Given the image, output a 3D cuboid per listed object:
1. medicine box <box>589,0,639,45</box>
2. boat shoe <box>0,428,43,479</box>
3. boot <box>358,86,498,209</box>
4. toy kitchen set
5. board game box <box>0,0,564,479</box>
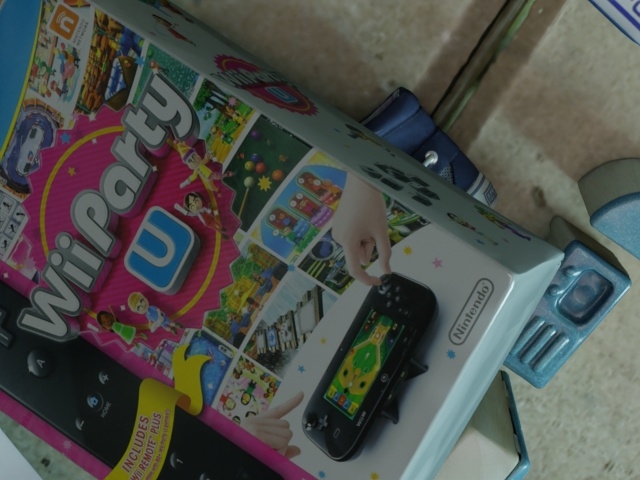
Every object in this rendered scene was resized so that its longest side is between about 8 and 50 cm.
[{"bbox_3d":[0.154,-0.292,0.932,0.263,0.149,0.289,41,106,-14],"label":"medicine box"},{"bbox_3d":[-0.199,0.158,1.121,0.088,0.096,0.267,-39,106,-12],"label":"boat shoe"},{"bbox_3d":[0.000,0.000,1.096,0.190,0.069,0.086,-38,99,5],"label":"boot"},{"bbox_3d":[0.174,0.083,1.090,0.166,0.122,0.207,34,108,-12],"label":"toy kitchen set"},{"bbox_3d":[-0.062,0.023,1.023,0.303,0.097,0.224,33,109,15],"label":"board game box"}]
